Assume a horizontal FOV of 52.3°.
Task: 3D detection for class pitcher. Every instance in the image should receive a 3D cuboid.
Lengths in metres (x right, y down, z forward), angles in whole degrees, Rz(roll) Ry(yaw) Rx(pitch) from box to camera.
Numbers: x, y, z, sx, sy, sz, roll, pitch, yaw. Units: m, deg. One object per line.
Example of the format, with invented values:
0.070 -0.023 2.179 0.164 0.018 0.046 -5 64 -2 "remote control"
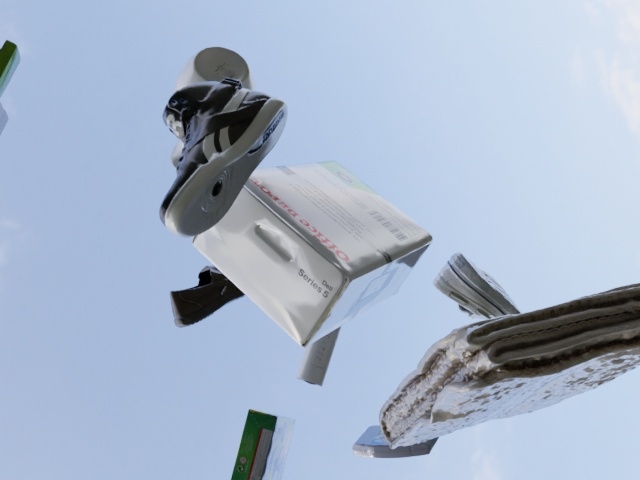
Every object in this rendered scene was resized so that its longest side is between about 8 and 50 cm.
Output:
-0.162 -0.219 1.054 0.125 0.207 0.178 32 -126 3 "pitcher"

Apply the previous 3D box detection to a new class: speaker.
-0.001 0.208 1.247 0.055 0.055 0.136 28 -107 -33 "speaker"

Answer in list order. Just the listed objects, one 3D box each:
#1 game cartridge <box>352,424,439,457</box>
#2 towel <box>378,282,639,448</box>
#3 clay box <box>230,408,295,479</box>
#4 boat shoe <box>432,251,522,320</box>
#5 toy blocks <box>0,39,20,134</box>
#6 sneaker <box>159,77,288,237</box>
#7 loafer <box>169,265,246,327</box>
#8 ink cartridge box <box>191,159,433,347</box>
0.077 0.207 0.674 0.056 0.083 0.017 -28 -75 -64 "game cartridge"
0.156 0.109 0.514 0.187 0.282 0.049 -11 -114 -9 "towel"
-0.089 0.352 1.081 0.222 0.053 0.128 65 -143 -72 "clay box"
0.269 0.096 1.126 0.226 0.076 0.083 38 -162 -34 "boat shoe"
-0.437 -0.156 0.570 0.260 0.381 0.191 26 -101 -18 "toy blocks"
-0.136 -0.097 0.706 0.121 0.079 0.217 23 -130 13 "sneaker"
-0.179 0.076 1.182 0.220 0.080 0.078 -32 -80 -39 "loafer"
0.000 0.000 0.851 0.198 0.115 0.272 40 -154 18 "ink cartridge box"
